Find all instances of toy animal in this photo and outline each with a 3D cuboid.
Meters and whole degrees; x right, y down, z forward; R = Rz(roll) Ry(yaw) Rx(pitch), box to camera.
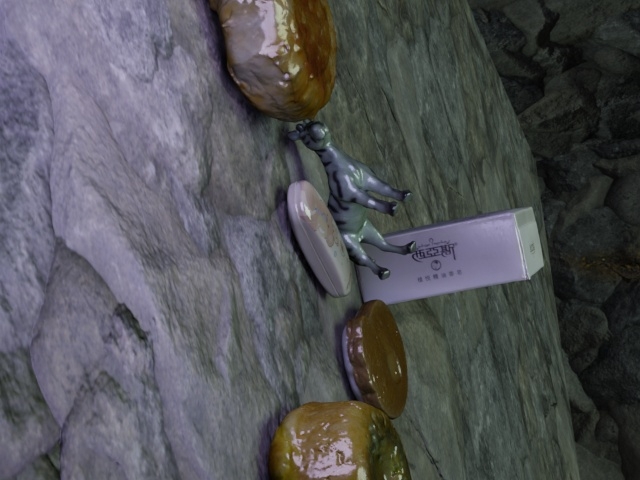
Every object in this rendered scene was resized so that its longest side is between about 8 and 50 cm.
[{"bbox_3d":[0.059,-0.065,1.849,0.090,0.170,0.255,-32,119,-37],"label":"toy animal"}]

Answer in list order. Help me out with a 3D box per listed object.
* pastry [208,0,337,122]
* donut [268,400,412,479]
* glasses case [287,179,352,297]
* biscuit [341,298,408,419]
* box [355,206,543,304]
[{"bbox_3d":[-0.062,-0.277,1.702,0.236,0.121,0.257,-75,150,-49],"label":"pastry"},{"bbox_3d":[0.029,0.298,1.561,0.261,0.128,0.208,1,76,-74],"label":"donut"},{"bbox_3d":[0.000,0.000,1.803,0.081,0.051,0.204,-91,161,-44],"label":"glasses case"},{"bbox_3d":[0.083,0.184,1.939,0.208,0.049,0.181,-53,128,-68],"label":"biscuit"},{"bbox_3d":[0.215,0.026,2.087,0.203,0.274,0.116,-12,91,-73],"label":"box"}]
